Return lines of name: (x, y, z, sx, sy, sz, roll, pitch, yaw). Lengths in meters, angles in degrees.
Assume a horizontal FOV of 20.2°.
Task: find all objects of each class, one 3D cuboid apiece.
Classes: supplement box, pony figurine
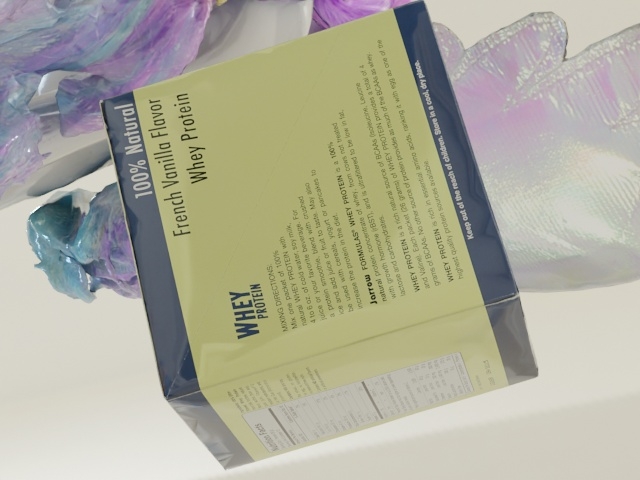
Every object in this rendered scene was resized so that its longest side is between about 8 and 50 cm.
supplement box: (0.000, 0.000, 0.437, 0.083, 0.083, 0.056, -17, -27, 4)
pony figurine: (-0.044, -0.090, 0.676, 0.351, 0.363, 0.303, -19, -92, 49)
